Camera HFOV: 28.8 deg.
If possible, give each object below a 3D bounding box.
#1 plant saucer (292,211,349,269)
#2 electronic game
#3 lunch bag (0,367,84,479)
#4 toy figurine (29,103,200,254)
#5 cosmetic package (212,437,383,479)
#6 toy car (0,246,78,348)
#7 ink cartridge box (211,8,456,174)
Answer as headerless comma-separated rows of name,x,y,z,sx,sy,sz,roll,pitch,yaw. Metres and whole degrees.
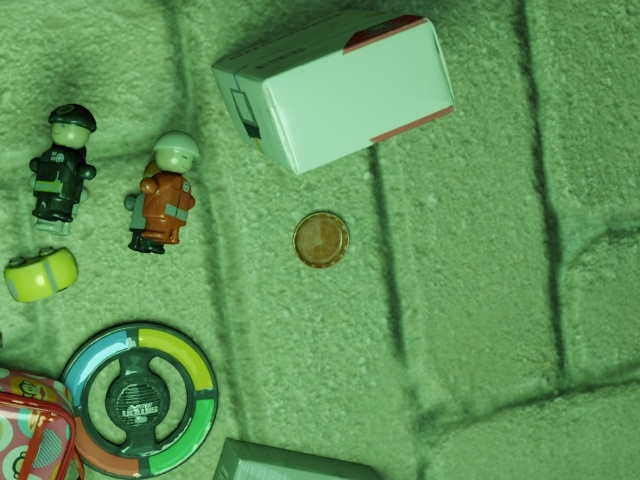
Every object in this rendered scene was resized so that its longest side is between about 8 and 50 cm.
plant saucer,0.000,0.000,1.796,0.083,0.013,0.083,-3,101,-14
electronic game,-0.257,0.226,1.750,0.229,0.048,0.229,-3,101,-15
lunch bag,-0.446,0.313,1.665,0.258,0.120,0.293,14,108,-21
toy figurine,-0.268,-0.076,1.610,0.213,0.209,0.148,11,81,-11
cosmetic package,-0.034,0.379,1.813,0.238,0.107,0.127,15,95,-20
toy car,-0.470,0.066,1.659,0.225,0.053,0.239,38,89,-18
ink cartridge box,0.009,-0.201,1.608,0.226,0.306,0.131,-23,106,-10
